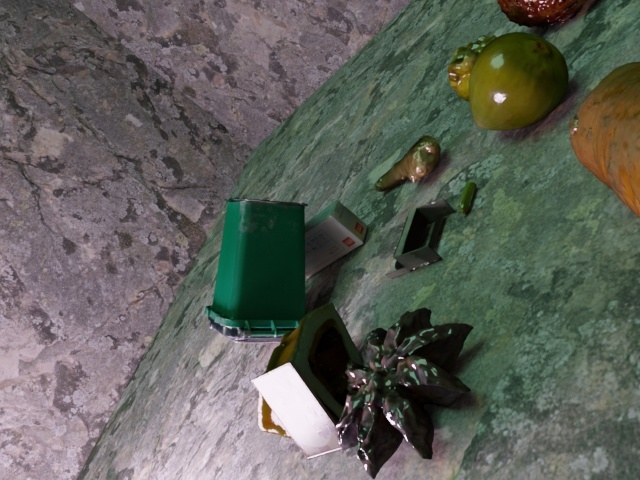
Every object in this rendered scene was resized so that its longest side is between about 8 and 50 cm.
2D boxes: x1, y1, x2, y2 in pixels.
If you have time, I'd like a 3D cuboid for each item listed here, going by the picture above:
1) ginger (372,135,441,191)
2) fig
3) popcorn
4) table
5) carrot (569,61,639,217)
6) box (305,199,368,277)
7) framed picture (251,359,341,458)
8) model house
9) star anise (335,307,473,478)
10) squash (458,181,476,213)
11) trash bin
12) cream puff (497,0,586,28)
[{"bbox_3d":[0.241,-0.197,1.633,0.294,0.086,0.131,-35,34,59],"label":"ginger"},{"bbox_3d":[0.435,-0.348,1.306,0.207,0.207,0.230,-57,-14,-14],"label":"fig"},{"bbox_3d":[0.427,-0.463,1.565,0.197,0.155,0.197,-44,9,9],"label":"popcorn"},{"bbox_3d":[0.220,-0.003,1.365,0.175,0.062,0.146,-24,34,47],"label":"table"},{"bbox_3d":[0.480,-0.124,0.758,0.224,0.224,0.340,-46,17,18],"label":"carrot"},{"bbox_3d":[0.000,0.000,1.730,0.269,0.135,0.079,-35,24,40],"label":"box"},{"bbox_3d":[-0.042,0.340,1.164,0.136,0.201,0.010,-34,1,40],"label":"framed picture"},{"bbox_3d":[-0.036,0.301,1.284,0.239,0.173,0.268,-46,14,39],"label":"model house"},{"bbox_3d":[0.134,0.251,1.033,0.332,0.118,0.331,-44,26,28],"label":"star anise"},{"bbox_3d":[0.330,-0.094,1.323,0.027,0.027,0.083,-24,33,53],"label":"squash"},{"bbox_3d":[-0.160,0.079,1.588,0.295,0.259,0.381,-173,86,-66],"label":"trash bin"},{"bbox_3d":[0.595,-0.724,1.531,0.350,0.229,0.350,-42,20,20],"label":"cream puff"}]
